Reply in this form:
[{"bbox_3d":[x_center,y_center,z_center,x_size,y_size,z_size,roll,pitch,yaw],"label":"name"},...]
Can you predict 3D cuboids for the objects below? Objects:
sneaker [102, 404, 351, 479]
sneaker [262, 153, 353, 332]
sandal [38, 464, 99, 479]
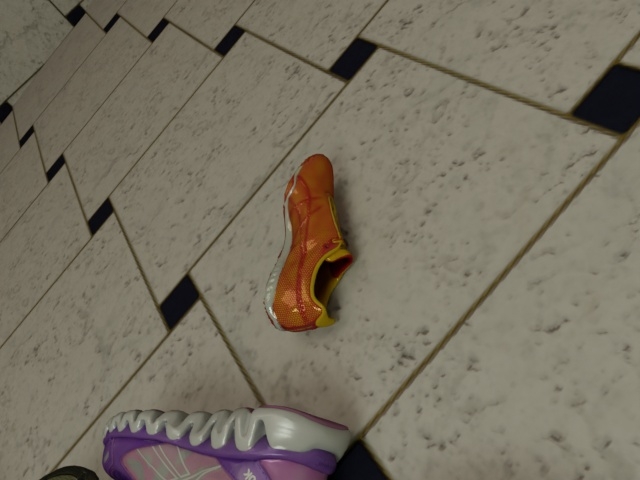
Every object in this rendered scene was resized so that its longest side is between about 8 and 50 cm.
[{"bbox_3d":[-0.087,0.182,0.468,0.236,0.095,0.104,-14,59,38],"label":"sneaker"},{"bbox_3d":[0.000,0.000,0.557,0.068,0.064,0.175,-5,61,20],"label":"sneaker"},{"bbox_3d":[-0.210,0.331,0.483,0.120,0.086,0.302,-14,66,31],"label":"sandal"}]
